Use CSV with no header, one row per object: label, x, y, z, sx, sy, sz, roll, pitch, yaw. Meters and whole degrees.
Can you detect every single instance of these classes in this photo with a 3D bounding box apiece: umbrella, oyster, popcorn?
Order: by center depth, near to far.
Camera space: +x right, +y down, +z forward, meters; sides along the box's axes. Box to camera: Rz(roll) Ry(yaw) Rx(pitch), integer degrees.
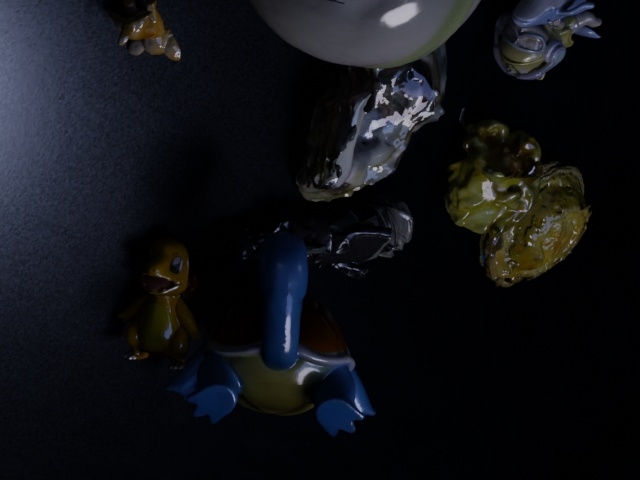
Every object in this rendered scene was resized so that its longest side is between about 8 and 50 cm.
oyster,0.075,-0.192,1.631,0.238,0.115,0.351,-4,131,-59
umbrella,-0.001,0.006,1.730,0.358,0.106,0.113,-9,137,-46
popcorn,0.276,-0.103,1.936,0.168,0.173,0.195,-26,155,0

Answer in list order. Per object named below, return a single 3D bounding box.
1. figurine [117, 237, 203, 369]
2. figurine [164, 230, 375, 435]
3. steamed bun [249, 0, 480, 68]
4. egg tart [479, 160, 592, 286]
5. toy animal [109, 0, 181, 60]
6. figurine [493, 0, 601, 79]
figurine,-0.199,0.075,1.582,0.122,0.121,0.176,-46,146,-59
figurine,-0.069,0.157,1.614,0.298,0.242,0.416,-2,161,-3
steamed bun,0.053,-0.330,1.317,0.309,0.309,0.309,-31,143,-28
egg tart,0.416,-0.023,2.210,0.291,0.107,0.290,-32,143,-28
toy animal,-0.193,-0.225,1.314,0.083,0.061,0.081,73,22,-51
figurine,0.347,-0.331,1.809,0.208,0.128,0.183,-3,127,-55
